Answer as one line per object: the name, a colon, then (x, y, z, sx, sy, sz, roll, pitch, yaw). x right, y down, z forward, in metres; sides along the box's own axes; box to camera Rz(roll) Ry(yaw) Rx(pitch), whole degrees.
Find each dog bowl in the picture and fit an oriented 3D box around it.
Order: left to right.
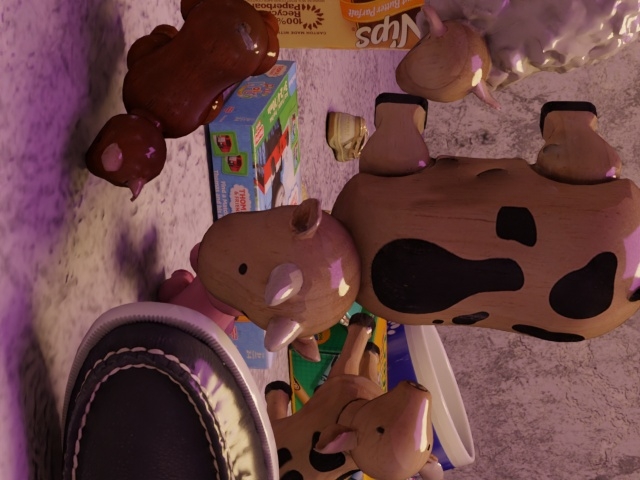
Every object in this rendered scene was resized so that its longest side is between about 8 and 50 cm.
dog bowl: (0.161, 0.250, 1.660, 0.265, 0.104, 0.264, -20, 90, -80)

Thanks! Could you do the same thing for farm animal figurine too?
farm animal figurine: (0.030, 0.020, 0.543, 0.172, 0.327, 0.330, -79, 154, -56)

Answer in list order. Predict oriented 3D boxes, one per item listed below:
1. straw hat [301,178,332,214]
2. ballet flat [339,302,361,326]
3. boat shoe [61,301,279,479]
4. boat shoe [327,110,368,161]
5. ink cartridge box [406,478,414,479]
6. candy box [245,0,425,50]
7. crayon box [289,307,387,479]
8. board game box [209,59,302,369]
straw hat: (0.000, 0.000, 1.054, 0.144, 0.061, 0.144, 3, 90, -79)
ballet flat: (0.015, 0.036, 1.136, 0.188, 0.070, 0.070, -76, 165, -54)
boat shoe: (-0.080, 0.178, 0.507, 0.091, 0.114, 0.302, -80, 168, -64)
boat shoe: (0.043, -0.132, 1.294, 0.153, 0.048, 0.056, 41, 53, -77)
ink cartridge box: (0.112, 0.449, 1.738, 0.235, 0.088, 0.193, -9, 102, -79)
candy box: (0.044, -0.255, 0.880, 0.316, 0.183, 0.087, -71, 162, -58)
crayon box: (0.027, 0.198, 1.190, 0.165, 0.081, 0.278, -66, 156, -58)
board game box: (-0.047, -0.025, 0.843, 0.160, 0.039, 0.211, -70, 161, -61)
